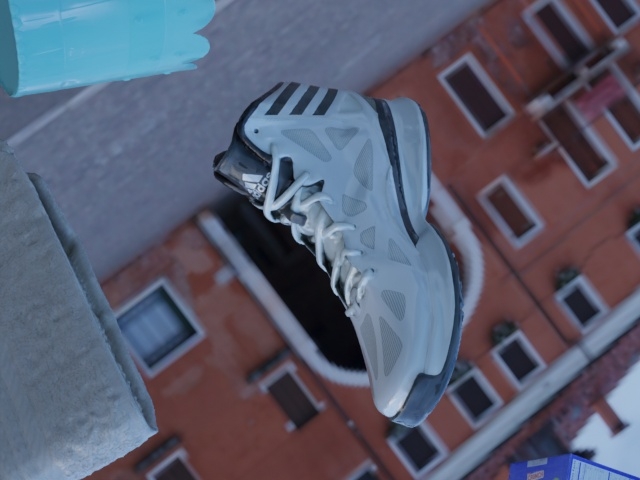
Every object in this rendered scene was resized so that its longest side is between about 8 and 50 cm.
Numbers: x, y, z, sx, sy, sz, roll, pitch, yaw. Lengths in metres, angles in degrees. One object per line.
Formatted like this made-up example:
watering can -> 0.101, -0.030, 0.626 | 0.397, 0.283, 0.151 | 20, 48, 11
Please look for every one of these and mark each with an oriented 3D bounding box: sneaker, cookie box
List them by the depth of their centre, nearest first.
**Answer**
cookie box -> 0.244, 0.236, 1.231 | 0.092, 0.107, 0.040 | -27, -133, 58
sneaker -> 0.000, 0.000, 1.472 | 0.169, 0.257, 0.447 | 122, -29, -45

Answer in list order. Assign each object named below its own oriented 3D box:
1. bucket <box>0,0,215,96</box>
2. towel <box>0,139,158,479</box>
bucket -> -0.231, -0.272, 1.231 | 0.183, 0.281, 0.281 | -16, 174, -20
towel -> -0.234, 0.071, 0.885 | 0.187, 0.282, 0.049 | -34, 144, 4
